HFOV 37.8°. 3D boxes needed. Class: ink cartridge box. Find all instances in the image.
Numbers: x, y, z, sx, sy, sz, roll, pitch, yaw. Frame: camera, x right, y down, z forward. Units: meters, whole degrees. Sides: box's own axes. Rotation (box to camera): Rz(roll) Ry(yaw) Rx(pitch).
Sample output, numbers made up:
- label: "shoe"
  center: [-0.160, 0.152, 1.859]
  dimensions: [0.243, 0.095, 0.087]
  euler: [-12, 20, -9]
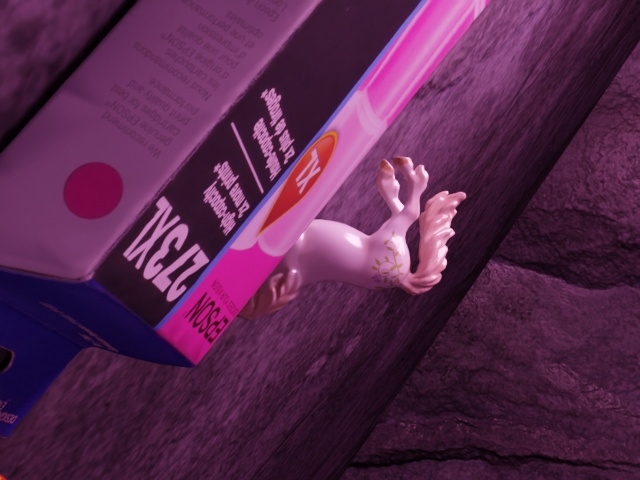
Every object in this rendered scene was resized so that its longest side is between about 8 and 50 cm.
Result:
- label: "ink cartridge box"
  center: [-0.031, -0.055, 0.409]
  dimensions: [0.371, 0.069, 0.175]
  euler: [-49, 166, -10]

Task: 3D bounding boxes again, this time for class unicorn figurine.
- label: "unicorn figurine"
  center: [0.000, 0.000, 0.572]
  dimensions: [0.060, 0.162, 0.111]
  euler: [5, 93, -68]

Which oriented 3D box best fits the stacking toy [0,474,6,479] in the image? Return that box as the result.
- label: "stacking toy"
  center: [-0.212, 0.153, 0.333]
  dimensions: [0.167, 0.052, 0.221]
  euler: [-53, 163, -7]
